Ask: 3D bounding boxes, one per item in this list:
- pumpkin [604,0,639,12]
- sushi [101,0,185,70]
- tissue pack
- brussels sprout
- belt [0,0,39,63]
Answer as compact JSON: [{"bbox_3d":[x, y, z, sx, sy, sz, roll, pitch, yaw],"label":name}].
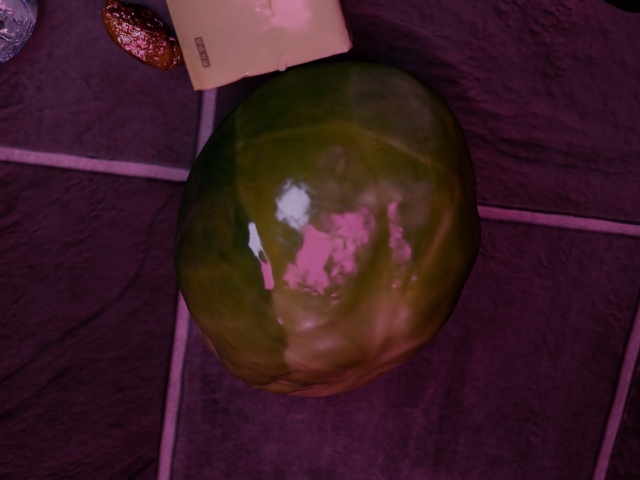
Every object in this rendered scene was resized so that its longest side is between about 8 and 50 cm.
[{"bbox_3d":[0.309,-0.296,1.419,0.167,0.125,0.167,4,120,7],"label":"pumpkin"},{"bbox_3d":[-0.173,-0.204,1.484,0.099,0.050,0.047,28,117,-20],"label":"sushi"},{"bbox_3d":[-0.073,-0.276,1.412,0.159,0.125,0.234,-14,116,5],"label":"tissue pack"},{"bbox_3d":[-0.004,0.002,1.466,0.281,0.289,0.354,8,139,-19],"label":"brussels sprout"},{"bbox_3d":[-0.342,-0.218,1.467,0.140,0.058,0.105,-12,118,3],"label":"belt"}]
